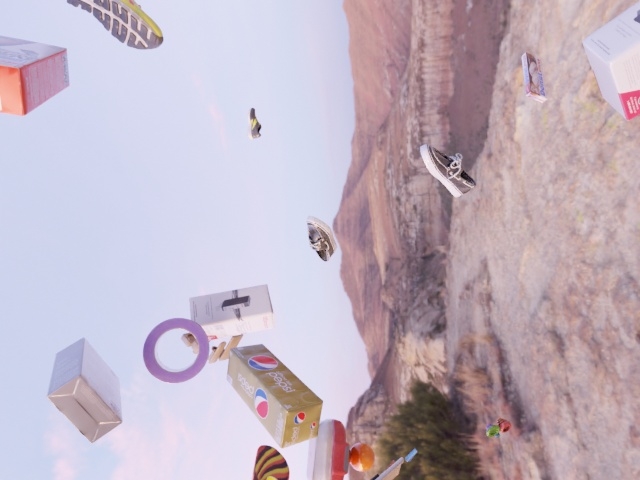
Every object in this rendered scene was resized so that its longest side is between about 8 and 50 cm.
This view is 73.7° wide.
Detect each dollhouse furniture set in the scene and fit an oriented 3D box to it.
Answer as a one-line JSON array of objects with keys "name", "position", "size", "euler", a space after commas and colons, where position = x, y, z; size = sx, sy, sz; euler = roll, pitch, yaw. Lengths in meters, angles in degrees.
[{"name": "dollhouse furniture set", "position": [-0.415, 0.369, 1.635], "size": [0.144, 0.151, 0.123], "euler": [2, -56, -57]}]

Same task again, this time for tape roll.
[{"name": "tape roll", "position": [-0.431, 0.328, 1.288], "size": [0.080, 0.189, 0.189], "euler": [148, 122, -72]}]

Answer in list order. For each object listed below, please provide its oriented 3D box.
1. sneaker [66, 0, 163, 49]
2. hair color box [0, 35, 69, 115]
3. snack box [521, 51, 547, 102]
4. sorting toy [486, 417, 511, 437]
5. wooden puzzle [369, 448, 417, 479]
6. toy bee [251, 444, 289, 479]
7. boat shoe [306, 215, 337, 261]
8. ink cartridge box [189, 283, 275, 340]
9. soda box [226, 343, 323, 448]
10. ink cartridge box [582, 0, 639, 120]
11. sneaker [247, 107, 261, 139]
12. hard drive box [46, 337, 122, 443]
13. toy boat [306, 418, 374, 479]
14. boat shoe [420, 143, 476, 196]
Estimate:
[{"name": "sneaker", "position": [-0.362, -0.428, 0.749], "size": [0.208, 0.081, 0.094], "euler": [35, -121, -19]}, {"name": "hair color box", "position": [-0.360, -0.193, 0.486], "size": [0.167, 0.093, 0.053], "euler": [-116, 34, -58]}, {"name": "snack box", "position": [0.674, -0.516, 1.350], "size": [0.022, 0.064, 0.178], "euler": [133, 149, -59]}, {"name": "sorting toy", "position": [0.597, 0.634, 1.455], "size": [0.042, 0.102, 0.061], "euler": [-125, 36, -58]}, {"name": "wooden puzzle", "position": [0.093, 0.358, 0.642], "size": [0.014, 0.116, 0.078], "euler": [45, 142, 34]}, {"name": "toy bee", "position": [-0.115, 0.617, 0.933], "size": [0.195, 0.162, 0.298], "euler": [102, -172, -53]}, {"name": "boat shoe", "position": [0.000, 0.000, 1.415], "size": [0.070, 0.077, 0.219], "euler": [-61, -32, -20]}, {"name": "ink cartridge box", "position": [-0.305, 0.259, 1.513], "size": [0.197, 0.272, 0.114], "euler": [98, 161, -63]}, {"name": "soda box", "position": [-0.073, 0.220, 0.631], "size": [0.061, 0.181, 0.058], "euler": [0, -75, -36]}, {"name": "ink cartridge box", "position": [0.405, -0.231, 0.492], "size": [0.109, 0.150, 0.063], "euler": [34, -147, -39]}, {"name": "sneaker", "position": [-0.171, -0.307, 1.126], "size": [0.031, 0.035, 0.083], "euler": [-9, -82, -80]}, {"name": "hard drive box", "position": [-0.629, 0.396, 1.154], "size": [0.232, 0.089, 0.181], "euler": [25, 145, 62]}, {"name": "toy boat", "position": [0.050, 0.497, 0.988], "size": [0.231, 0.151, 0.151], "euler": [109, 168, -66]}, {"name": "boat shoe", "position": [0.492, -0.274, 1.622], "size": [0.306, 0.105, 0.113], "euler": [38, -137, -33]}]
